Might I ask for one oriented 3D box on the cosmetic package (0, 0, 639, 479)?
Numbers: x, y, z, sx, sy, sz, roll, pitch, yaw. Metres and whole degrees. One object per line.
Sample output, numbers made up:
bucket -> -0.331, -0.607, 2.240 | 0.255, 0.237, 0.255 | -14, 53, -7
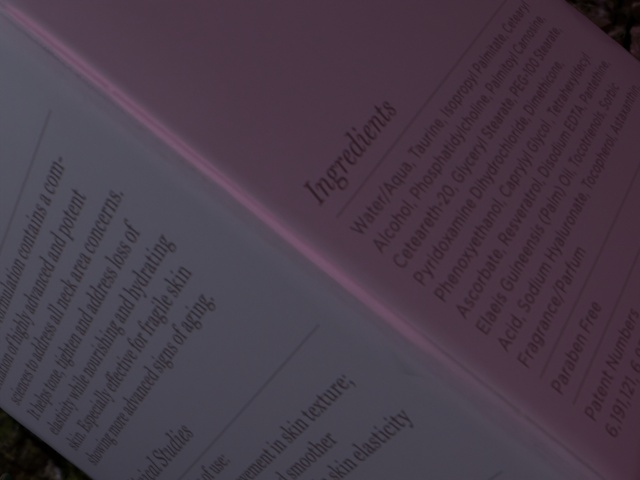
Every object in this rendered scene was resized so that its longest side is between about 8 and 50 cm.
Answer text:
cosmetic package -> 0.000, 0.000, 0.681 | 0.393, 0.329, 0.327 | 39, 48, -1

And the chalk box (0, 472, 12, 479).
chalk box -> -0.269, 0.280, 0.631 | 0.179, 0.180, 0.289 | 33, 62, 9
